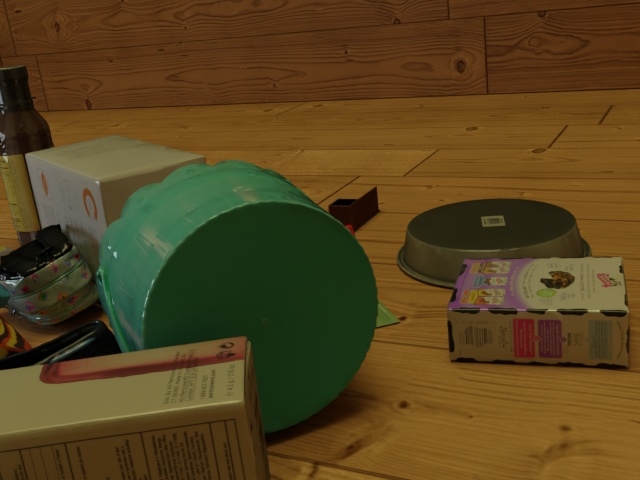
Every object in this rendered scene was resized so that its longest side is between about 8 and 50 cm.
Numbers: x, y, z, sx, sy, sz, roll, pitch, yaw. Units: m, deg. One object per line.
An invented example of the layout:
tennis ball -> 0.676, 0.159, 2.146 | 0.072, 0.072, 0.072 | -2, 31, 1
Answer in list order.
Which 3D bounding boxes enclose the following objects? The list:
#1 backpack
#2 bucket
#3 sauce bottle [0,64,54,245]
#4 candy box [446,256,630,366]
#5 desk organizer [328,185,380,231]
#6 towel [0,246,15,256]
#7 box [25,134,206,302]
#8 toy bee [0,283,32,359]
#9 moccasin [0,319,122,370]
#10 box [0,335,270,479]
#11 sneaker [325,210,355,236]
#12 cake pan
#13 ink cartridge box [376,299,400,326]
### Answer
backpack -> -0.409, 0.055, 1.155 | 0.152, 0.115, 0.182 | -43, 26, -28
bucket -> -0.085, 0.058, 0.817 | 0.281, 0.281, 0.183 | -14, 19, -19
sauce bottle -> -0.566, -0.162, 1.503 | 0.111, 0.344, 0.111 | -5, 17, 1
candy box -> 0.261, 0.079, 0.924 | 0.196, 0.070, 0.165 | -1, 19, 19
desk organizer -> 0.063, -0.059, 1.429 | 0.047, 0.050, 0.130 | 3, 21, 27
towel -> -0.630, 0.030, 1.479 | 0.060, 0.009, 0.083 | 12, 27, 43
box -> -0.320, -0.037, 1.246 | 0.168, 0.215, 0.345 | -19, 22, -32
toy bee -> -0.506, 0.088, 1.011 | 0.298, 0.195, 0.162 | 5, -16, 41
moccasin -> -0.386, 0.163, 0.838 | 0.342, 0.117, 0.138 | -15, 21, -23
box -> -0.164, 0.184, 0.651 | 0.232, 0.148, 0.127 | -7, 18, -2
sneaker -> 0.000, 0.000, 1.209 | 0.118, 0.107, 0.279 | -1, 20, -10
cake pan -> 0.262, -0.004, 1.194 | 0.293, 0.054, 0.293 | -6, 19, 2
ink cartridge box -> -0.013, 0.084, 1.019 | 0.209, 0.062, 0.109 | -12, 19, -15
